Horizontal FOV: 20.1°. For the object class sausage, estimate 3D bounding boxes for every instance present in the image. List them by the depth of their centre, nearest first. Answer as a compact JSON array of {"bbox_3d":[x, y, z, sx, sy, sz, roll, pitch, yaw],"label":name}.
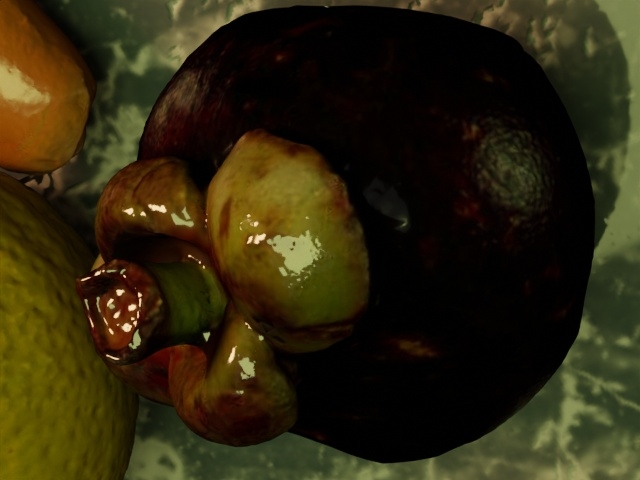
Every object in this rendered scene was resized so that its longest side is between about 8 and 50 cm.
[{"bbox_3d":[-0.228,-0.135,1.068,0.238,0.098,0.098,42,112,1],"label":"sausage"}]

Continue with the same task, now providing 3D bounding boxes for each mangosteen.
[{"bbox_3d":[0.002,-0.004,0.950,0.288,0.287,0.233,9,87,11],"label":"mangosteen"}]

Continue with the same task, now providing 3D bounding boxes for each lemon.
[{"bbox_3d":[-0.231,0.085,1.056,0.267,0.267,0.267,4,108,13],"label":"lemon"}]
